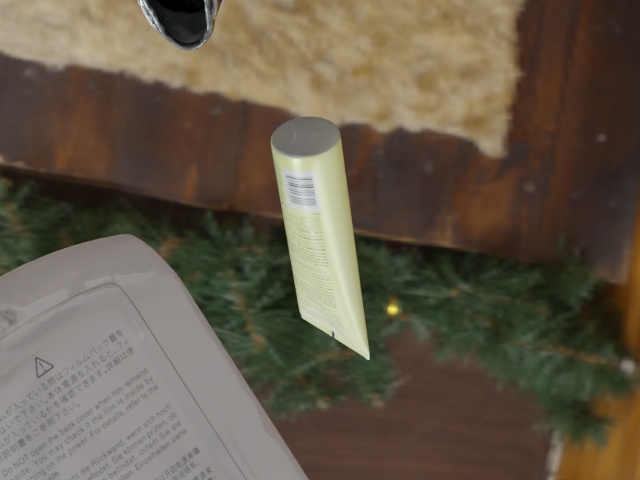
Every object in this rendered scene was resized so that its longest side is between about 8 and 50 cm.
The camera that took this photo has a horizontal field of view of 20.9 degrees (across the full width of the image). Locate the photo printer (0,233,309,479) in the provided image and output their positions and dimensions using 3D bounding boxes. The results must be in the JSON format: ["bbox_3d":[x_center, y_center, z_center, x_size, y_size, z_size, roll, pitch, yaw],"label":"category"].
[{"bbox_3d":[-0.144,0.166,1.107,0.256,0.107,0.307,-37,98,-30],"label":"photo printer"}]

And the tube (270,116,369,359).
[{"bbox_3d":[0.000,0.000,1.566,0.062,0.070,0.240,-7,128,2],"label":"tube"}]

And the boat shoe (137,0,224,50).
[{"bbox_3d":[-0.150,-0.299,1.481,0.113,0.105,0.306,-5,133,6],"label":"boat shoe"}]
